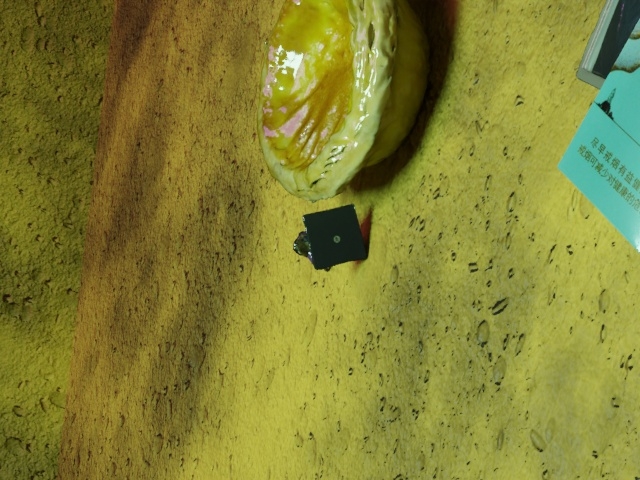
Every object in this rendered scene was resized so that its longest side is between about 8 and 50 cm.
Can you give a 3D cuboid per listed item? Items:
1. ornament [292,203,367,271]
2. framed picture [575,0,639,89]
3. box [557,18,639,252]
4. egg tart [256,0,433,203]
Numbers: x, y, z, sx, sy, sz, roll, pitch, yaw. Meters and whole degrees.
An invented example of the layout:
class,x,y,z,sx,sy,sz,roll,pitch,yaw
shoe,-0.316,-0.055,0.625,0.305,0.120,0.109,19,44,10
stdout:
class,x,y,z,sx,sy,sz,roll,pitch,yaw
ornament,0.003,0.008,2.122,0.203,0.088,0.081,147,110,-74
framed picture,0.367,-0.272,1.531,0.265,0.018,0.192,-70,23,12
box,0.342,-0.122,1.435,0.162,0.041,0.229,54,127,45
egg tart,0.040,-0.235,2.055,0.388,0.169,0.388,-37,47,56
